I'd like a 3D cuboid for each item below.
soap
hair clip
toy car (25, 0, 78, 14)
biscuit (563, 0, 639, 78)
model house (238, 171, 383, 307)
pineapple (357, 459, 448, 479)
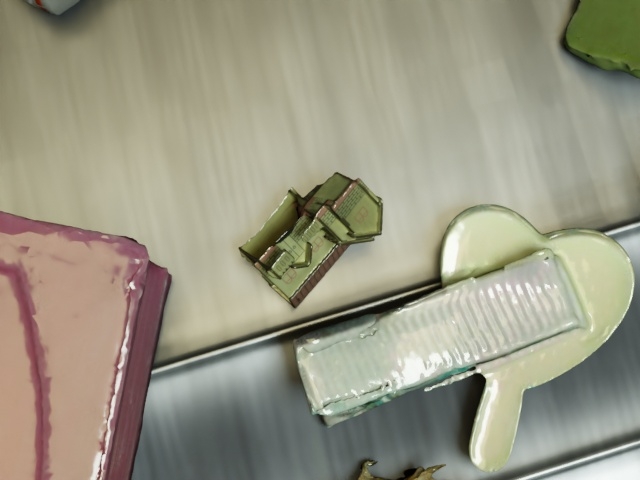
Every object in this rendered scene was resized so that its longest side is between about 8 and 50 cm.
[{"bbox_3d":[-0.236,0.162,0.667,0.233,0.128,0.360,10,81,0],"label":"soap"},{"bbox_3d":[0.096,0.064,0.720,0.218,0.071,0.159,-22,87,1],"label":"hair clip"},{"bbox_3d":[-0.134,-0.244,0.739,0.209,0.089,0.108,-38,86,-4],"label":"toy car"},{"bbox_3d":[0.261,-0.255,0.751,0.099,0.038,0.322,25,89,39],"label":"biscuit"},{"bbox_3d":[0.000,0.000,0.730,0.083,0.057,0.058,-49,126,-9],"label":"model house"},{"bbox_3d":[0.056,0.246,0.707,0.221,0.047,0.221,0,84,-3],"label":"pineapple"}]
